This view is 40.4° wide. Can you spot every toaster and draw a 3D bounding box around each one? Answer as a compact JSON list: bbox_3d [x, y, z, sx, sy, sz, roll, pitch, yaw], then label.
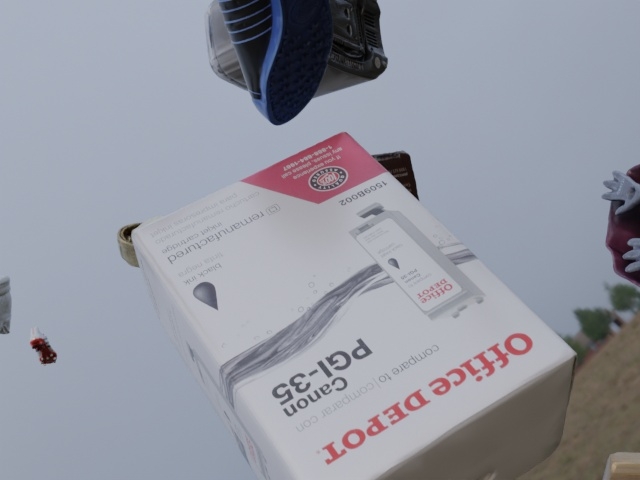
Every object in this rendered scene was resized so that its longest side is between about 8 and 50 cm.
[{"bbox_3d":[-0.035,-0.245,1.035,0.147,0.129,0.227,-17,-14,36],"label":"toaster"}]

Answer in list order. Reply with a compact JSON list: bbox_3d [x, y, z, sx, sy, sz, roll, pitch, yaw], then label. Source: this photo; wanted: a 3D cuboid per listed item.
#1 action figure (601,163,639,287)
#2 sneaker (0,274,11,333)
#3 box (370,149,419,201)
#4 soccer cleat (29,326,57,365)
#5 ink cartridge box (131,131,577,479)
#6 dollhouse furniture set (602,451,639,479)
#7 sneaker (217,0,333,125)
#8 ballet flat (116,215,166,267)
[{"bbox_3d":[0.555,0.018,1.141,0.276,0.370,0.248,-22,46,65],"label":"action figure"},{"bbox_3d":[-0.437,0.107,1.054,0.080,0.094,0.212,-6,9,16],"label":"sneaker"},{"bbox_3d":[0.000,0.000,1.052,0.169,0.167,0.203,-14,1,-42],"label":"box"},{"bbox_3d":[-0.419,0.160,1.313,0.029,0.035,0.083,-17,-32,-6],"label":"soccer cleat"},{"bbox_3d":[0.017,0.070,0.646,0.207,0.283,0.117,-27,-40,-18],"label":"ink cartridge box"},{"bbox_3d":[0.310,0.406,0.556,0.362,0.257,0.394,-77,-13,-53],"label":"dollhouse furniture set"},{"bbox_3d":[-0.047,-0.202,0.719,0.081,0.090,0.232,-35,-30,-27],"label":"sneaker"},{"bbox_3d":[-0.132,-0.008,0.913,0.168,0.057,0.052,-14,-41,1],"label":"ballet flat"}]
